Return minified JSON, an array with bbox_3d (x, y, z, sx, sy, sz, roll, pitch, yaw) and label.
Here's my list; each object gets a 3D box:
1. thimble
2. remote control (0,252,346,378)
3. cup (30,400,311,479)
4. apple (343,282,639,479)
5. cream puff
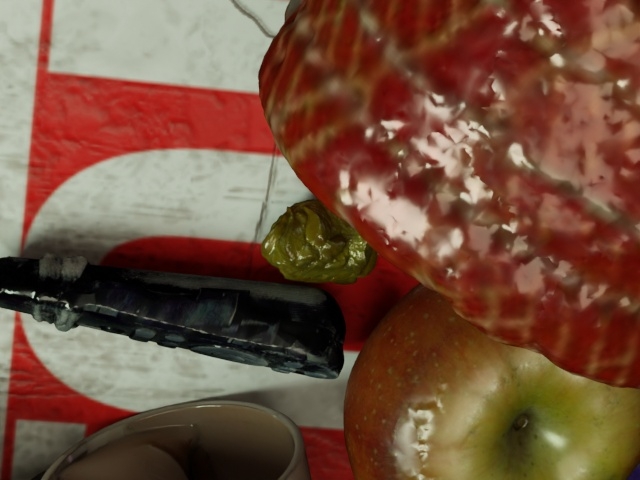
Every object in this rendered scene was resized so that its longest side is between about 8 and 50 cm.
[{"bbox_3d":[0.154,-0.099,1.027,0.350,0.350,0.230,28,115,-19],"label":"thimble"},{"bbox_3d":[-0.109,0.043,1.208,0.266,0.090,0.066,12,71,-11],"label":"remote control"},{"bbox_3d":[-0.114,0.246,1.250,0.253,0.191,0.200,2,115,29],"label":"cup"},{"bbox_3d":[0.125,0.110,1.220,0.235,0.173,0.210,-28,112,-3],"label":"apple"},{"bbox_3d":[0.000,0.000,1.212,0.083,0.083,0.058,-7,77,9],"label":"cream puff"}]
